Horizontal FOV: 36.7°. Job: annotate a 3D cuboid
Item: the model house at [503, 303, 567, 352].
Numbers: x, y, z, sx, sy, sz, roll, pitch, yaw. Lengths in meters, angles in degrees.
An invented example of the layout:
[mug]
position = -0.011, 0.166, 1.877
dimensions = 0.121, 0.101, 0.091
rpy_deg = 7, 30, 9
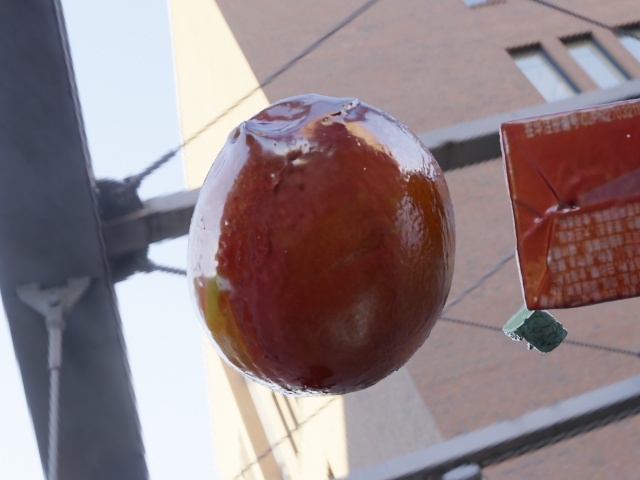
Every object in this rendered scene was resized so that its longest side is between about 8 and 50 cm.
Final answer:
[model house]
position = 0.380, 0.159, 1.700
dimensions = 0.083, 0.066, 0.078
rpy_deg = 42, -91, -9

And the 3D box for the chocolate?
[chocolate]
position = 0.345, -0.049, 1.171
dimensions = 0.238, 0.108, 0.234
rpy_deg = -10, -84, 6

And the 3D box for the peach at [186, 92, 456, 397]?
[peach]
position = 0.000, 0.001, 1.170
dimensions = 0.373, 0.290, 0.372
rpy_deg = -2, -72, -7
